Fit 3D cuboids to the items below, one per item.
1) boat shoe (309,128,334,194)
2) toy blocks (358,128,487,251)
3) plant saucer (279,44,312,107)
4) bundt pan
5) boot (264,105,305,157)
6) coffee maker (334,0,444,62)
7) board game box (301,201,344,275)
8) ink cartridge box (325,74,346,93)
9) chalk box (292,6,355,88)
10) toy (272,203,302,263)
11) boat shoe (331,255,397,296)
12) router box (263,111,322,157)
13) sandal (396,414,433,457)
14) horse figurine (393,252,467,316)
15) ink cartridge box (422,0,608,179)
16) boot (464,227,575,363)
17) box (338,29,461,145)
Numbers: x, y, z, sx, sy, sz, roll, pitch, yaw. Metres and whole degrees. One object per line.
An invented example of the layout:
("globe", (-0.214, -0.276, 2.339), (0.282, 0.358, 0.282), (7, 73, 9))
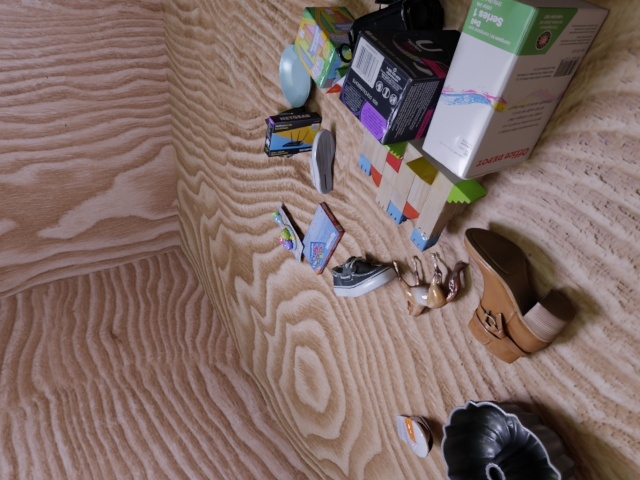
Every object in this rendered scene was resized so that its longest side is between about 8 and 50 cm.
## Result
("boat shoe", (-0.007, -0.263, 1.372), (0.076, 0.083, 0.226), (38, 136, 43))
("toy blocks", (0.218, -0.154, 1.004), (0.381, 0.191, 0.260), (54, 156, 28))
("plant saucer", (-0.074, -0.547, 1.378), (0.195, 0.037, 0.194), (35, 135, 46))
("bundt pan", (0.449, 0.533, 0.968), (0.331, 0.124, 0.330), (3, 94, 60))
("boot", (-0.106, -0.387, 1.497), (0.247, 0.083, 0.161), (9, 123, 59))
("coffee maker", (0.157, -0.458, 0.921), (0.120, 0.171, 0.178), (43, 167, -32))
("board game box", (0.000, 0.000, 1.557), (0.145, 0.027, 0.281), (59, 147, 24))
("ink cartridge box", (0.116, -0.394, 1.040), (0.179, 0.145, 0.045), (-16, 90, 60))
("chalk box", (0.042, -0.507, 1.118), (0.213, 0.132, 0.132), (59, 147, 19))
("toy", (-0.150, -0.023, 1.740), (0.137, 0.056, 0.237), (104, 145, -55))
("boat shoe", (0.114, 0.110, 1.334), (0.335, 0.121, 0.119), (-26, 87, 62))
("router box", (-0.093, -0.351, 1.371), (0.046, 0.179, 0.133), (54, 145, 31))
("sandal", (0.313, 0.613, 1.337), (0.265, 0.076, 0.101), (122, 142, -78))
("horse figurine", (0.288, 0.124, 1.116), (0.263, 0.066, 0.174), (-21, 82, 62))
("ink cartridge box", (0.321, -0.266, 0.717), (0.117, 0.201, 0.278), (49, 143, 35))
("boot", (0.393, 0.127, 0.929), (0.283, 0.109, 0.220), (47, 146, 24))
("box", (0.201, -0.311, 0.820), (0.165, 0.270, 0.143), (55, 146, 26))
